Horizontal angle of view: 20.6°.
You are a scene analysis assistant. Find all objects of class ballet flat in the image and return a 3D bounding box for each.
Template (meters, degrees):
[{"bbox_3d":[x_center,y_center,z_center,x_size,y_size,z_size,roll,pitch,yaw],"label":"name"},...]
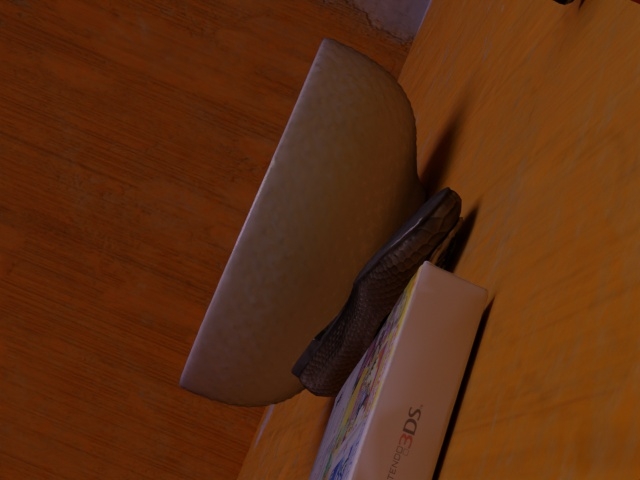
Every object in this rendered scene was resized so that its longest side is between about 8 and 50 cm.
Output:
[{"bbox_3d":[0.048,0.047,1.250,0.084,0.058,0.250,-41,-9,-40],"label":"ballet flat"}]

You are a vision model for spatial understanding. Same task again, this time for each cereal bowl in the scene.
[{"bbox_3d":[0.000,0.000,1.566,0.339,0.141,0.339,-157,90,-87],"label":"cereal bowl"}]

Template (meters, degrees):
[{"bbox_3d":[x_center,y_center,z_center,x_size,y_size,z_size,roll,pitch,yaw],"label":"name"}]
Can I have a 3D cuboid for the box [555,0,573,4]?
[{"bbox_3d":[0.150,-0.344,1.001,0.294,0.183,0.296,116,177,-69],"label":"box"}]

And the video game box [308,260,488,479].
[{"bbox_3d":[0.021,0.141,0.973,0.187,0.048,0.205,113,178,-58],"label":"video game box"}]

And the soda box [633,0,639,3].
[{"bbox_3d":[0.079,-0.091,0.400,0.060,0.169,0.053,116,176,-56],"label":"soda box"}]
